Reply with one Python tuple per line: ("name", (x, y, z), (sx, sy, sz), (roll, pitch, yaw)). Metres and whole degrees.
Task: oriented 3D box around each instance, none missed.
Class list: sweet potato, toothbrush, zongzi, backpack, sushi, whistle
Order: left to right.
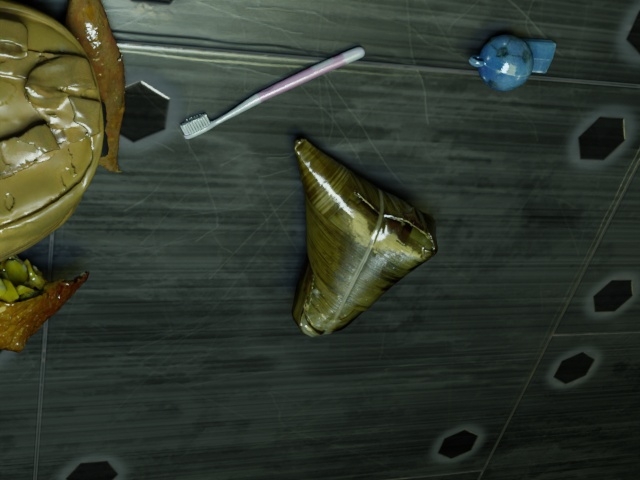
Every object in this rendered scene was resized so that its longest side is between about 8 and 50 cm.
("backpack", (-0.442, -0.118, 1.047), (0.378, 0.201, 0.353), (-4, 89, -13))
("sushi", (-0.491, 0.053, 1.247), (0.296, 0.167, 0.179), (23, 110, -12))
("sweet potato", (-0.286, -0.209, 1.174), (0.072, 0.066, 0.314), (13, 133, 17))
("toothbrush", (-0.069, -0.215, 1.282), (0.286, 0.020, 0.025), (-25, 126, 0))
("zongzi", (0.000, 0.000, 1.428), (0.288, 0.134, 0.286), (34, 116, -24))
("whistle", (0.292, -0.264, 1.336), (0.158, 0.090, 0.090), (-1, 128, -20))
